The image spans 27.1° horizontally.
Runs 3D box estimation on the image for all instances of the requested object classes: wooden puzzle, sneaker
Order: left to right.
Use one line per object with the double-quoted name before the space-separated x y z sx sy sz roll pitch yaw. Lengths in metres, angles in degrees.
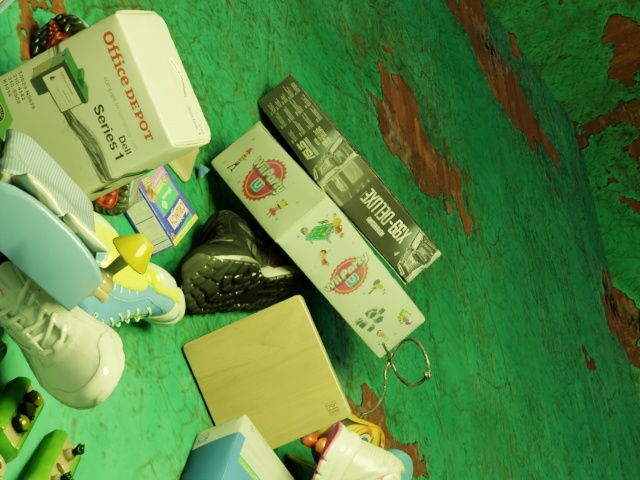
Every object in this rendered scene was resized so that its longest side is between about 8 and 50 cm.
"sneaker" -0.278 0.075 1.278 0.232 0.090 0.115 41 -1 38
"sneaker" -0.243 0.066 1.475 0.240 0.091 0.126 47 54 -47
"sneaker" -0.254 -0.149 1.604 0.125 0.104 0.262 20 50 -61
"wooden puzzle" -0.196 -0.125 1.812 0.116 0.014 0.079 55 30 -22
"sneaker" -0.131 0.020 1.726 0.124 0.107 0.283 56 12 15
"sneaker" 0.028 0.344 1.582 0.111 0.252 0.103 20 27 4

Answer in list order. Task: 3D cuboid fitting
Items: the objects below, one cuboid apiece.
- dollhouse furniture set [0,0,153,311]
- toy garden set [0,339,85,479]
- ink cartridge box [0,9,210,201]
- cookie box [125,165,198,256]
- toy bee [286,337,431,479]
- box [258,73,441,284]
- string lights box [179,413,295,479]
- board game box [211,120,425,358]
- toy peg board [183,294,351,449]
"dollhouse furniture set" -0.259 -0.127 1.294 0.303 0.198 0.286 47 7 -20
"toy garden set" -0.268 0.207 1.246 0.244 0.049 0.204 59 11 -15
"ink cartridge box" -0.252 -0.134 1.443 0.160 0.219 0.092 66 23 2
"cookie box" -0.210 -0.048 1.676 0.107 0.040 0.092 60 24 -15
"toy bee" 0.028 0.281 1.696 0.162 0.195 0.298 0 85 -46
"box" 0.042 -0.099 2.060 0.242 0.076 0.307 47 5 -37
"string lights box" -0.105 0.332 1.490 0.133 0.076 0.260 56 26 -21
"board game box" 0.000 0.000 1.875 0.303 0.097 0.224 50 -1 -42
"toy peg board" -0.061 0.169 1.654 0.079 0.161 0.161 -12 78 -81
